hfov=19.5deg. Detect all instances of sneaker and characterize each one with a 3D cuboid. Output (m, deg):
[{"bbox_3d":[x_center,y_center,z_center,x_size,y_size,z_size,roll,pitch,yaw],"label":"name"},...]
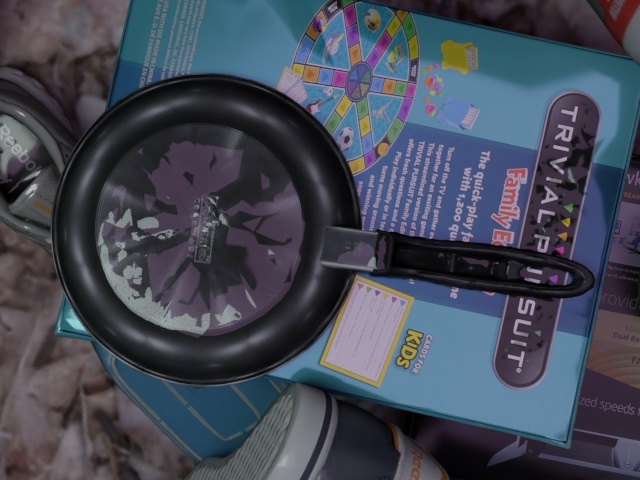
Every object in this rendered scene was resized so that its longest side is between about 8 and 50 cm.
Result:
[{"bbox_3d":[-0.027,0.203,1.250,0.127,0.321,0.126,25,60,-13],"label":"sneaker"},{"bbox_3d":[-0.167,-0.012,1.294,0.262,0.121,0.099,41,98,-4],"label":"sneaker"}]

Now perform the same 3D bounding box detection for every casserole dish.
[{"bbox_3d":[-0.080,0.096,1.308,0.114,0.037,0.188,-31,122,15],"label":"casserole dish"}]

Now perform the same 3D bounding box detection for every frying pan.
[{"bbox_3d":[-0.017,0.025,1.152,0.326,0.053,0.197,30,90,5],"label":"frying pan"}]

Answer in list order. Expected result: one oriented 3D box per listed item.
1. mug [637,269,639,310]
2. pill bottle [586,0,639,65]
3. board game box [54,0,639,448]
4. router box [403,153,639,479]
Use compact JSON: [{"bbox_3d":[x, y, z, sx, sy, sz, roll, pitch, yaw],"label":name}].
[{"bbox_3d":[0.284,0.038,1.207,0.158,0.097,0.129,23,97,-1],"label":"mug"},{"bbox_3d":[0.181,-0.301,1.153,0.210,0.210,0.363,-37,74,7],"label":"pill bottle"},{"bbox_3d":[0.021,-0.026,1.213,0.336,0.079,0.253,13,88,1],"label":"board game box"},{"bbox_3d":[0.228,0.065,1.305,0.309,0.081,0.243,12,98,1],"label":"router box"}]
